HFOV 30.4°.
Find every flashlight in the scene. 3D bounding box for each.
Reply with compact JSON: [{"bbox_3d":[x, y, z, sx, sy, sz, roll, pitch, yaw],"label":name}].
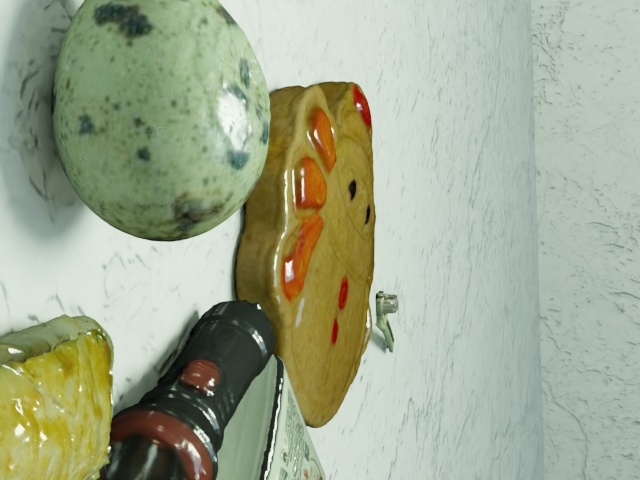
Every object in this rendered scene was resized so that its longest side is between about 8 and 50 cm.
[{"bbox_3d":[-0.094,0.118,0.913,0.232,0.093,0.093,-59,147,-61],"label":"flashlight"}]

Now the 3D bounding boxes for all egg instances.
[{"bbox_3d":[-0.104,-0.090,0.765,0.141,0.141,0.182,-20,102,-71],"label":"egg"}]

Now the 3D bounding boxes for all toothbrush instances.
[{"bbox_3d":[0.083,0.107,1.501,0.294,0.028,0.026,81,16,-74],"label":"toothbrush"}]

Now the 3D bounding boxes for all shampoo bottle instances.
[{"bbox_3d":[-0.038,0.235,1.138,0.284,0.071,0.153,69,27,-56],"label":"shampoo bottle"}]

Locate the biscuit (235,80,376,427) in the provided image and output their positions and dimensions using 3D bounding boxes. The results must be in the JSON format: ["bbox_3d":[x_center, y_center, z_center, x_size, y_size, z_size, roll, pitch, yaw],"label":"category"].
[{"bbox_3d":[0.000,0.000,1.239,0.359,0.074,0.381,60,39,-63],"label":"biscuit"}]

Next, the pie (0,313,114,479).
[{"bbox_3d":[-0.182,0.116,0.673,0.282,0.068,0.128,-19,111,-75],"label":"pie"}]
